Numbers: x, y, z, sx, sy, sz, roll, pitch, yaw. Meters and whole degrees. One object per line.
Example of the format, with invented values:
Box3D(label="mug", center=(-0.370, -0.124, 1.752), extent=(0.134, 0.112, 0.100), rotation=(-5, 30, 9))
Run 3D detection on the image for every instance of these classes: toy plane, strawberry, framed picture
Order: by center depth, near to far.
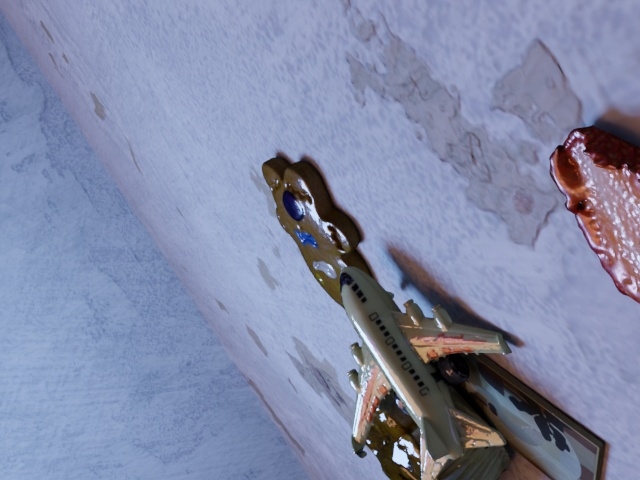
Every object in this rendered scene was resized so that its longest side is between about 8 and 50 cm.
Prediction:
Box3D(label="strawberry", center=(0.194, -0.006, 0.380), extent=(0.104, 0.048, 0.152), rotation=(92, 153, -70))
Box3D(label="toy plane", center=(0.091, 0.130, 0.711), extent=(0.229, 0.092, 0.244), rotation=(-44, 59, 31))
Box3D(label="framed picture", center=(0.211, 0.191, 0.712), extent=(0.201, 0.010, 0.136), rotation=(37, 153, 42))

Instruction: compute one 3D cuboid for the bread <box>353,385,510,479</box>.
Box3D(label="bread", center=(0.132, 0.259, 0.838), extent=(0.192, 0.110, 0.210), rotation=(45, 162, 20))

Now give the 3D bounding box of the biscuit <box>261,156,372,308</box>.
Box3D(label="biscuit", center=(0.000, 0.000, 0.855), extent=(0.180, 0.039, 0.236), rotation=(14, 138, 60))
